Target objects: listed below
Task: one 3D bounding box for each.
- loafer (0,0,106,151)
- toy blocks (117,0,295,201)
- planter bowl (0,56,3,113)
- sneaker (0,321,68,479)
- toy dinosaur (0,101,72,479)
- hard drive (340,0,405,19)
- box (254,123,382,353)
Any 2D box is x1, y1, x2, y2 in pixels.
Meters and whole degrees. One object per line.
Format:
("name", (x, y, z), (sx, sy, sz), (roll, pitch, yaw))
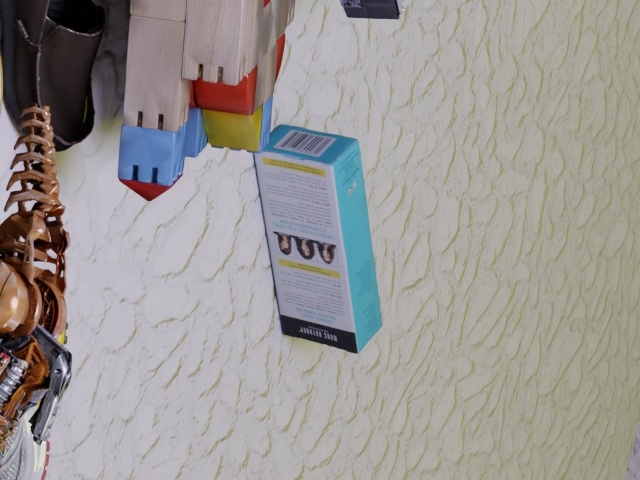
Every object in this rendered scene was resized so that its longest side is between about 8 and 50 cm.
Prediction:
("loafer", (-0.224, -0.172, 1.642), (0.080, 0.078, 0.220), (-43, 136, -45))
("toy blocks", (-0.094, -0.190, 1.735), (0.381, 0.190, 0.261), (-62, 160, -70))
("planter bowl", (-0.346, -0.111, 1.438), (0.217, 0.090, 0.217), (-19, 114, -51))
("sneaker", (-0.290, 0.147, 1.676), (0.092, 0.088, 0.225), (1, 101, -39))
("toy dinosaur", (-0.270, 0.060, 1.517), (0.322, 0.218, 0.164), (-62, 146, -26))
("hard drive", (0.055, -0.388, 1.795), (0.237, 0.064, 0.339), (25, 68, -85))
("box", (0.000, 0.000, 2.076), (0.060, 0.100, 0.244), (-46, 139, -43))
